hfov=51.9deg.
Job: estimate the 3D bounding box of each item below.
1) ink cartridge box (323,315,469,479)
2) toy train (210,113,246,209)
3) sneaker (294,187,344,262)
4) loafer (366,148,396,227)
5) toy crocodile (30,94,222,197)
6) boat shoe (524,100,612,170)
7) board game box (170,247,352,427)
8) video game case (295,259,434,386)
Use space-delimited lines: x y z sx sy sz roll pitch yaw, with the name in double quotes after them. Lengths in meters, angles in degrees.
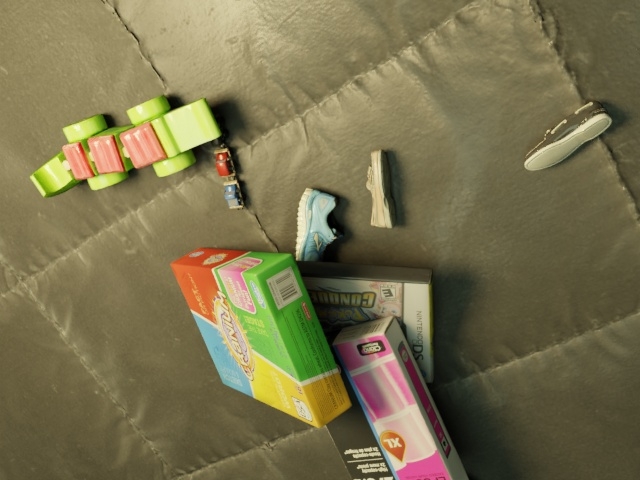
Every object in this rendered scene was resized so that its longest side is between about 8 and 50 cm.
0.107 0.307 1.053 0.175 0.069 0.371 -18 106 30 "ink cartridge box"
-0.148 -0.119 1.034 0.027 0.036 0.158 -6 112 18 "toy train"
0.000 0.000 1.036 0.073 0.063 0.162 6 117 7 "sneaker"
0.085 -0.075 0.990 0.039 0.045 0.125 -1 117 23 "loafer"
-0.306 -0.143 1.020 0.340 0.105 0.115 -10 111 24 "toy crocodile"
0.330 -0.142 0.894 0.046 0.038 0.125 18 135 -42 "boat shoe"
-0.103 0.135 1.014 0.316 0.064 0.242 1 115 57 "board game box"
0.045 0.137 1.063 0.274 0.035 0.248 3 132 14 "video game case"
